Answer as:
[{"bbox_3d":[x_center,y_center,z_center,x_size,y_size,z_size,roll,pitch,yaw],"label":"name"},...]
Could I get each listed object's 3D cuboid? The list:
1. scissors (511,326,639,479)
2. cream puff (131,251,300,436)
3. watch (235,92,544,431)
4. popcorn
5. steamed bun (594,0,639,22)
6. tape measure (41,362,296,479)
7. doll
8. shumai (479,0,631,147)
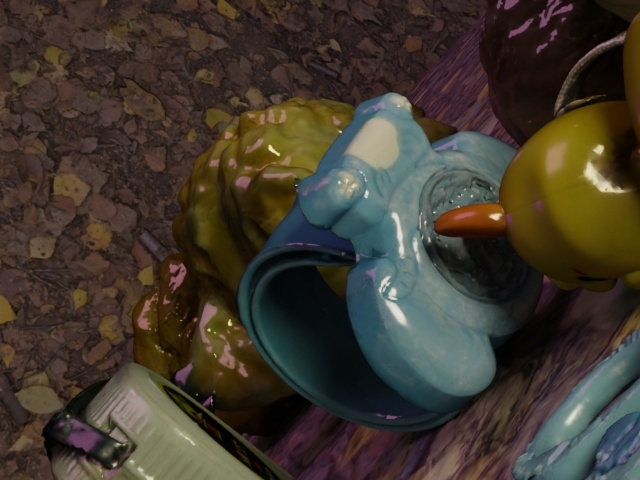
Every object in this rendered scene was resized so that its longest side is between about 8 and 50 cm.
[{"bbox_3d":[0.198,0.004,0.428,0.393,0.032,0.180,-48,6,16],"label":"scissors"},{"bbox_3d":[-0.103,0.114,1.238,0.194,0.221,0.195,-22,17,7],"label":"cream puff"},{"bbox_3d":[0.038,0.027,0.757,0.193,0.211,0.211,-37,13,47],"label":"watch"},{"bbox_3d":[0.007,-0.002,1.018,0.237,0.293,0.293,-6,-26,-37],"label":"popcorn"},{"bbox_3d":[0.255,-0.217,0.609,0.289,0.203,0.276,-41,29,-15],"label":"steamed bun"},{"bbox_3d":[-0.105,0.179,0.824,0.115,0.207,0.235,-53,8,-5],"label":"tape measure"},{"bbox_3d":[0.155,-0.040,0.597,0.143,0.135,0.221,-13,-11,-26],"label":"doll"},{"bbox_3d":[0.184,-0.166,0.826,0.183,0.218,0.185,-6,10,-19],"label":"shumai"}]
